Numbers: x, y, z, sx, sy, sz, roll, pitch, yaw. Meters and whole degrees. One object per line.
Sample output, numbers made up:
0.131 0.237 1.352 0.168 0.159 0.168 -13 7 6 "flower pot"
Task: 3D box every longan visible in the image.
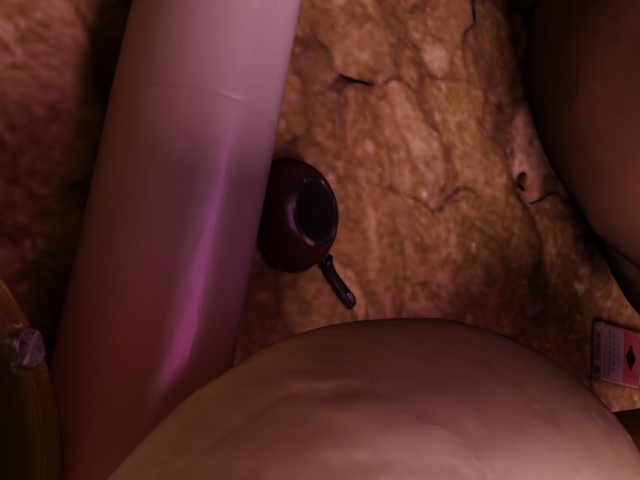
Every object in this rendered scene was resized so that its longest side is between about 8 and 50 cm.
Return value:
0.319 -0.112 1.120 0.404 0.336 0.404 -32 137 -36 "longan"

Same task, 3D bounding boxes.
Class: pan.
0.001 0.000 0.937 0.115 0.023 0.068 54 46 -35 "pan"

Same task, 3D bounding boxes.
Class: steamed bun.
0.017 0.206 0.672 0.312 0.233 0.334 -4 125 -58 "steamed bun"

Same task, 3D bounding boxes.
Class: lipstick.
-0.071 -0.023 0.787 0.087 0.087 0.326 31 62 -48 "lipstick"

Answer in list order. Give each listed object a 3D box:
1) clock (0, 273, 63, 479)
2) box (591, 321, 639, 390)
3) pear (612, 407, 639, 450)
-0.204 0.096 0.623 0.237 0.057 0.237 5 83 -52 "clock"
0.240 0.093 1.264 0.083 0.012 0.046 16 72 -51 "box"
0.174 0.245 0.950 0.294 0.294 0.294 8 80 -53 "pear"
